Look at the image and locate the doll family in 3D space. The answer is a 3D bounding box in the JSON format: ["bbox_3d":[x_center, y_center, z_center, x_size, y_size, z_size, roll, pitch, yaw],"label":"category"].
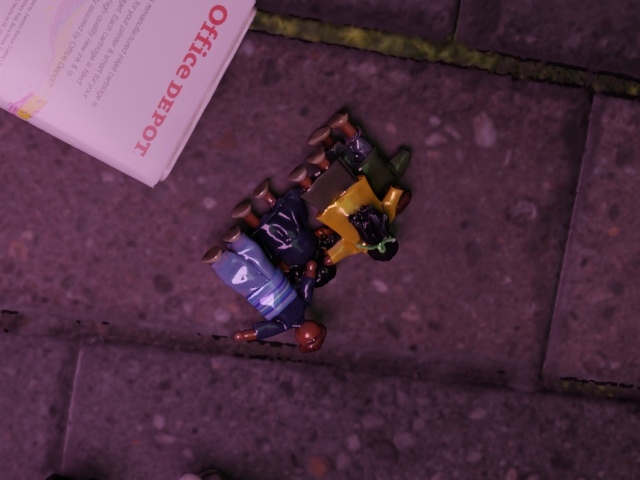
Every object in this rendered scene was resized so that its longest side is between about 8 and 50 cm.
[{"bbox_3d":[0.000,0.000,1.179,0.193,0.076,0.111,-42,110,1],"label":"doll family"}]

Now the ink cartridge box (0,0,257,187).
[{"bbox_3d":[-0.174,-0.155,1.097,0.212,0.093,0.154,28,93,-15],"label":"ink cartridge box"}]

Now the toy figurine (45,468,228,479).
[{"bbox_3d":[-0.127,0.278,1.152,0.210,0.148,0.213,0,99,-14],"label":"toy figurine"}]
